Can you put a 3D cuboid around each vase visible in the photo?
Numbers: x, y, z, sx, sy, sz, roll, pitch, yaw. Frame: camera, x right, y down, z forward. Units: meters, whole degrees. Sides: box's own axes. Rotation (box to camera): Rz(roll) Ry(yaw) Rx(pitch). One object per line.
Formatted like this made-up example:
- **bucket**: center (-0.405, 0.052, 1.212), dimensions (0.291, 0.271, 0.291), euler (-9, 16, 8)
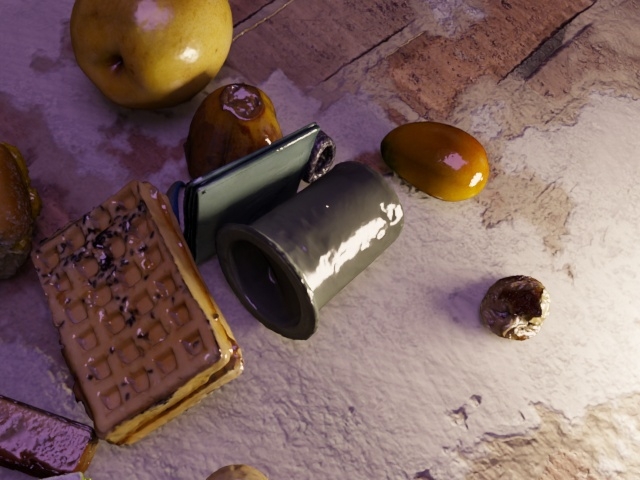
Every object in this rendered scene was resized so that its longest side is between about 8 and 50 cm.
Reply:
- **vase**: center (0.000, 0.000, 1.468), dimensions (0.245, 0.245, 0.291), euler (44, 60, 15)

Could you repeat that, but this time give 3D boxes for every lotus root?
- **lotus root**: center (-0.157, -0.200, 1.580), dimensions (0.188, 0.180, 0.199), euler (-6, 62, -16)

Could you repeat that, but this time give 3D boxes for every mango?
- **mango**: center (0.230, -0.165, 1.647), dimensions (0.221, 0.120, 0.151), euler (33, 63, 18)

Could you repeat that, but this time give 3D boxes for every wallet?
- **wallet**: center (-0.127, -0.084, 1.456), dimensions (0.251, 0.290, 0.054), euler (-33, 74, -24)

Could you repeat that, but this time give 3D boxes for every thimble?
- **thimble**: center (-0.014, -0.170, 1.622), dimensions (0.066, 0.104, 0.095), euler (35, 36, 18)

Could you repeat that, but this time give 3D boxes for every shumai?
- **shumai**: center (0.373, 0.111, 1.539), dimensions (0.123, 0.105, 0.139), euler (42, 39, 18)

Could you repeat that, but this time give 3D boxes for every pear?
- **pear**: center (-0.323, -0.406, 1.600), dimensions (0.314, 0.314, 0.314), euler (3, 61, -6)

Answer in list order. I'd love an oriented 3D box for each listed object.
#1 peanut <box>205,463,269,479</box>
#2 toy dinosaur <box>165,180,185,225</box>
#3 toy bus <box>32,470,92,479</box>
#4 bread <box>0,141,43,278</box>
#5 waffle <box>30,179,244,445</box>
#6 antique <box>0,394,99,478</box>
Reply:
- **peanut**: center (-0.080, 0.426, 1.301), dimensions (0.228, 0.085, 0.104), euler (23, 70, 3)
- **toy dinosaur**: center (-0.267, 0.005, 1.529), dimensions (0.188, 0.075, 0.248), euler (34, 57, 0)
- **toy bus**: center (-0.369, 0.496, 1.196), dimensions (0.113, 0.139, 0.302), euler (-8, 71, -12)
- **bread**: center (-0.572, -0.043, 1.423), dimensions (0.176, 0.195, 0.246), euler (-8, 64, -5)
- **waffle**: center (-0.303, 0.108, 1.359), dimensions (0.261, 0.114, 0.376), euler (-34, 64, 11)
- **antique**: center (-0.509, 0.297, 1.307), dimensions (0.310, 0.087, 0.093), euler (18, 63, 1)
